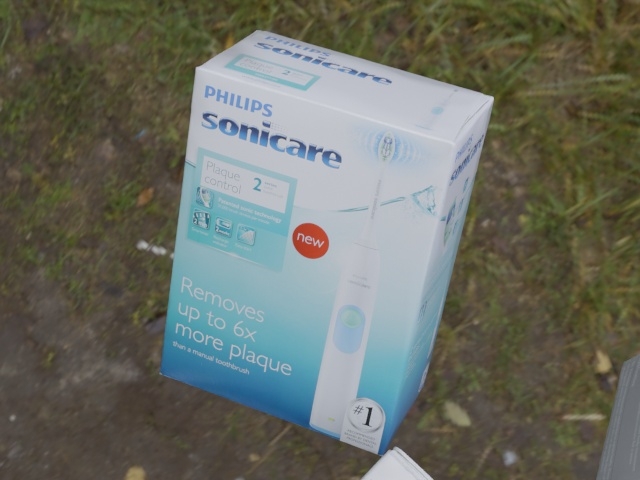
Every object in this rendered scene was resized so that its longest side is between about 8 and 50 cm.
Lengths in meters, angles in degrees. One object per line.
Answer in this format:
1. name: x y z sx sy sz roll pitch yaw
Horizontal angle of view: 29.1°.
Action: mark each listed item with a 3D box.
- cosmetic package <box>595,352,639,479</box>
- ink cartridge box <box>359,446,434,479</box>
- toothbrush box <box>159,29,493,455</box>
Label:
1. cosmetic package: 0.273 0.097 0.717 0.107 0.238 0.127 34 53 -12
2. ink cartridge box: 0.029 0.283 0.988 0.092 0.158 0.218 40 84 24
3. toothbrush box: 0.000 0.000 1.035 0.216 0.295 0.126 19 28 14
